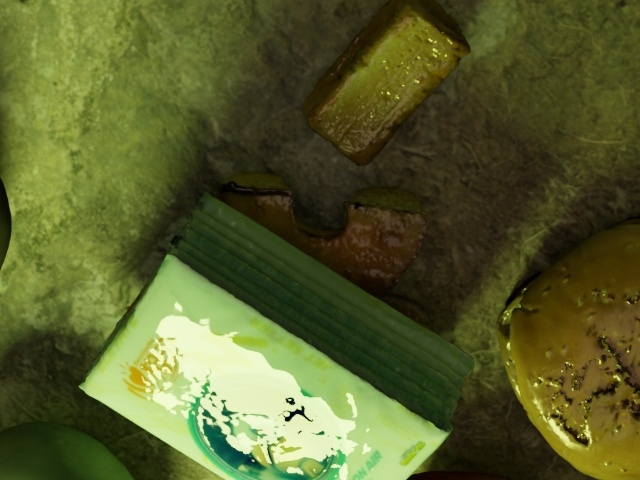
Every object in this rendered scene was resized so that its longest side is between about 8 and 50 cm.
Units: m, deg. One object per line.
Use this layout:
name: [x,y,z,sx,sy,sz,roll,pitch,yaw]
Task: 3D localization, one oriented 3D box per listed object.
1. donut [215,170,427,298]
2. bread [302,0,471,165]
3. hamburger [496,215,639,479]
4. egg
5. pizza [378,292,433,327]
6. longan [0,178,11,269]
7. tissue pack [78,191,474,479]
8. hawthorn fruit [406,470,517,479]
donut: [-0.005,0.003,1.874,0.259,0.101,0.152,9,111,2]
bread: [0.076,-0.193,1.806,0.114,0.083,0.211,40,109,-13]
hamburger: [0.374,0.130,1.847,0.304,0.174,0.284,-37,90,10]
egg: [-0.334,0.401,1.967,0.258,0.258,0.352,-24,101,14]
pizza: [0.095,0.104,1.938,0.083,0.025,0.078,23,105,5]
longan: [-0.494,-0.019,1.865,0.248,0.248,0.248,2,109,6]
tissue pack: [-0.055,0.162,1.832,0.388,0.162,0.287,32,129,-6]
hawthorn fruit: [0.167,0.425,1.914,0.284,0.284,0.284,2,109,6]
